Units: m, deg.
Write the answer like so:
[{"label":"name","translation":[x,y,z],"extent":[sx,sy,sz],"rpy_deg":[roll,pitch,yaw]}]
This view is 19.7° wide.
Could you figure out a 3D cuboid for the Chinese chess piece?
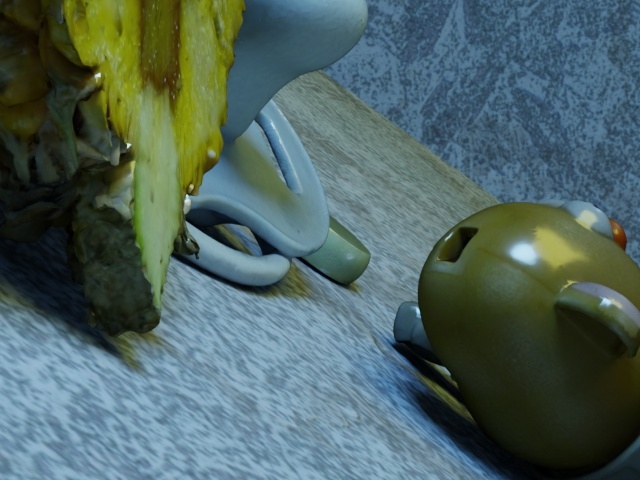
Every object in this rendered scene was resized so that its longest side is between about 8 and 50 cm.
[{"label":"Chinese chess piece","translation":[0.000,0.000,1.430],"extent":[0.084,0.034,0.084],"rpy_deg":[37,7,-6]}]

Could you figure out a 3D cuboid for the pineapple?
[{"label":"pineapple","translation":[-0.172,-0.092,0.915],"extent":[0.209,0.286,0.344],"rpy_deg":[-1,-13,15]}]

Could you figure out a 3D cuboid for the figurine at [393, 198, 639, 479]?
[{"label":"figurine","translation":[0.183,0.083,1.221],"extent":[0.285,0.342,0.167],"rpy_deg":[34,53,-24]}]

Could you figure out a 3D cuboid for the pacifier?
[{"label":"pacifier","translation":[-0.050,-0.097,1.207],"extent":[0.279,0.207,0.227],"rpy_deg":[24,32,-51]}]
